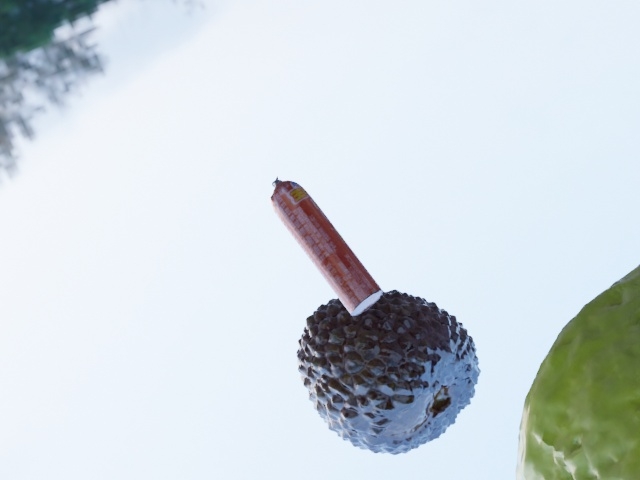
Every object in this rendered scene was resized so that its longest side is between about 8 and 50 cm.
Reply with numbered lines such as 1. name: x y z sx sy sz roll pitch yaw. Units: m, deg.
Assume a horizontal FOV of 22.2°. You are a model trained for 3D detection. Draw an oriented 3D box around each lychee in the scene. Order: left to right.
1. lychee: 0.065 0.134 1.746 0.188 0.188 0.188 -18 -155 8

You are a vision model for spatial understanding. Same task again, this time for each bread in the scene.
1. bread: 0.357 0.192 1.321 0.348 0.348 0.308 -29 -163 -16

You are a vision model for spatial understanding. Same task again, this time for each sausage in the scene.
1. sausage: 0.000 0.000 1.304 0.034 0.129 0.034 -34 166 -10
